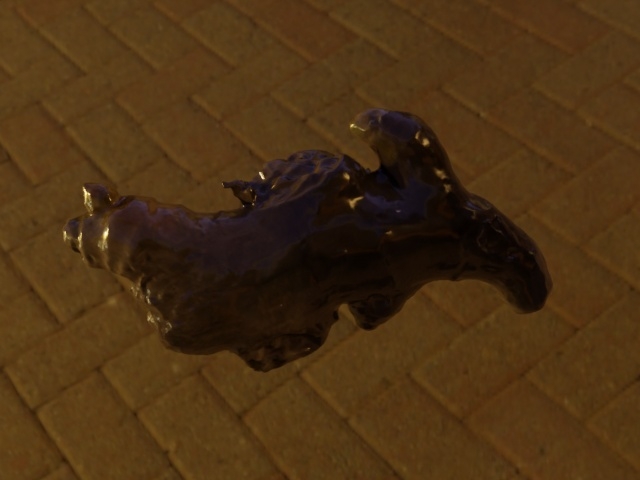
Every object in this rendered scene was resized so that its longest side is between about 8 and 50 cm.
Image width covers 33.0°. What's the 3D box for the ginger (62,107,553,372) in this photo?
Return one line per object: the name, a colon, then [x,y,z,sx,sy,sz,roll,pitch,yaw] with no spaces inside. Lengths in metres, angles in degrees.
ginger: [-0.002,0.000,0.732,0.333,0.166,0.080,-9,17,-6]
